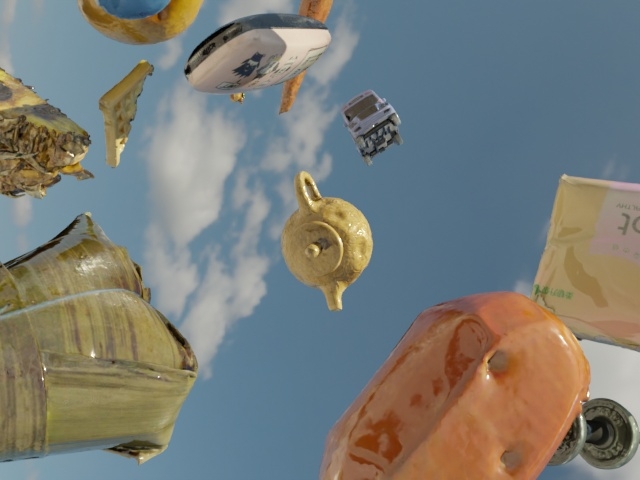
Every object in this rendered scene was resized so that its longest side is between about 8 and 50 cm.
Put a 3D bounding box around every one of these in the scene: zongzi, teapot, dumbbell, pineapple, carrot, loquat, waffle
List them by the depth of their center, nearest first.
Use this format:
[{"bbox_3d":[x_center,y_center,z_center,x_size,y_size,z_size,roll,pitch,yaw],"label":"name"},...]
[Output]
[{"bbox_3d":[-0.224,0.044,0.495,0.242,0.221,0.112,53,-56,36],"label":"zongzi"},{"bbox_3d":[0.282,0.208,0.789,0.082,0.254,0.081,-23,-121,45],"label":"dumbbell"},{"bbox_3d":[-0.240,-0.360,0.932,0.208,0.208,0.208,-13,-106,55],"label":"loquat"},{"bbox_3d":[-0.464,-0.141,0.991,0.335,0.158,0.161,34,-74,19],"label":"pineapple"},{"bbox_3d":[-0.272,-0.175,1.016,0.097,0.023,0.152,-53,172,-31],"label":"waffle"},{"bbox_3d":[-0.033,-0.326,1.259,0.057,0.057,0.224,29,-75,54],"label":"carrot"},{"bbox_3d":[0.000,0.000,1.553,0.203,0.167,0.311,-15,-87,20],"label":"teapot"}]

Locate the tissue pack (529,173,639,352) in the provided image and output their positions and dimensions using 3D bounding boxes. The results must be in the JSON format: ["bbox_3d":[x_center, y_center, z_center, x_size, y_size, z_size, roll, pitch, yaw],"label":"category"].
[{"bbox_3d":[0.399,0.039,0.866,0.257,0.123,0.215,12,-100,32],"label":"tissue pack"}]

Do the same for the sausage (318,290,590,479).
[{"bbox_3d":[0.104,0.161,0.600,0.268,0.153,0.141,-49,-171,-7],"label":"sausage"}]

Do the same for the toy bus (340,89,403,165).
[{"bbox_3d":[0.130,-0.302,1.890,0.125,0.292,0.133,-34,-100,4],"label":"toy bus"}]

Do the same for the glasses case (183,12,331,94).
[{"bbox_3d":[-0.078,-0.259,0.996,0.122,0.314,0.075,-29,-87,26],"label":"glasses case"}]

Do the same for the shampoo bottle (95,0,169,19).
[{"bbox_3d":[-0.156,-0.270,0.514,0.061,0.104,0.258,122,-45,-57],"label":"shampoo bottle"}]

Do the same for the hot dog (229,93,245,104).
[{"bbox_3d":[-0.204,-0.401,1.775,0.056,0.041,0.133,-8,-96,64],"label":"hot dog"}]
